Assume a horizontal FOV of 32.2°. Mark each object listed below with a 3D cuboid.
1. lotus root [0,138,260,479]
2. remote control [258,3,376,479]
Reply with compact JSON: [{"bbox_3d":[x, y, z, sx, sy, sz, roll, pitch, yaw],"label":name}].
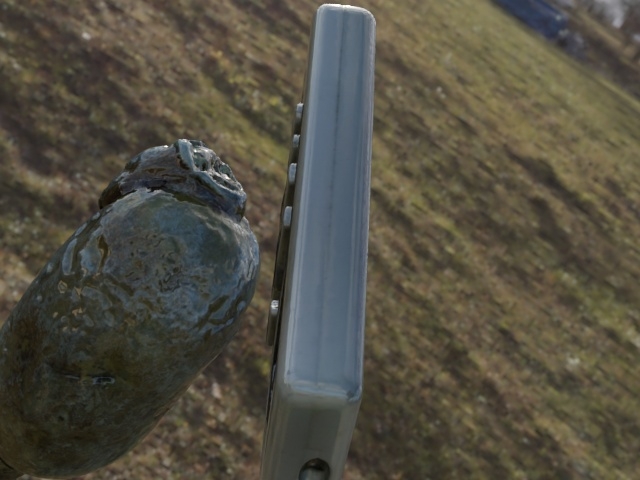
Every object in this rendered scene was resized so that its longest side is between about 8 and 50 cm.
[{"bbox_3d":[-0.173,0.084,0.916,0.175,0.349,0.175,35,15,-11],"label":"lotus root"},{"bbox_3d":[0.000,0.000,0.389,0.029,0.087,0.190,7,48,-3],"label":"remote control"}]
